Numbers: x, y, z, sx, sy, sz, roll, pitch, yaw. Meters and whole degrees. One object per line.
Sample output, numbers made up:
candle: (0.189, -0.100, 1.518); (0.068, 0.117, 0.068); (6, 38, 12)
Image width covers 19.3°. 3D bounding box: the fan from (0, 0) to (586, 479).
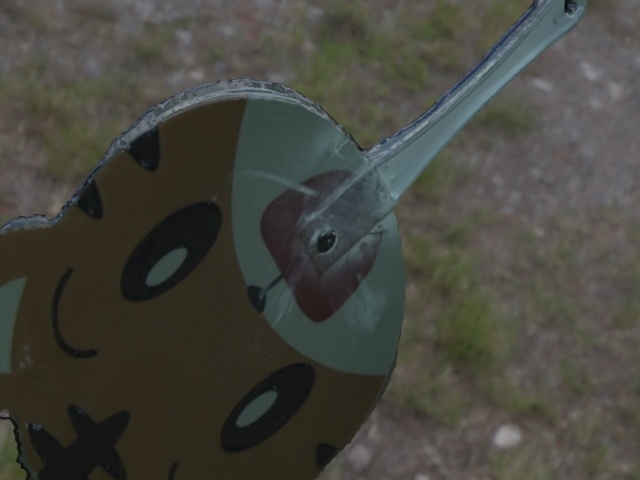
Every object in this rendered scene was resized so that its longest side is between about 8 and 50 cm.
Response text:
fan: (0.000, 0.000, 0.532); (0.227, 0.152, 0.008); (-42, 42, -16)
